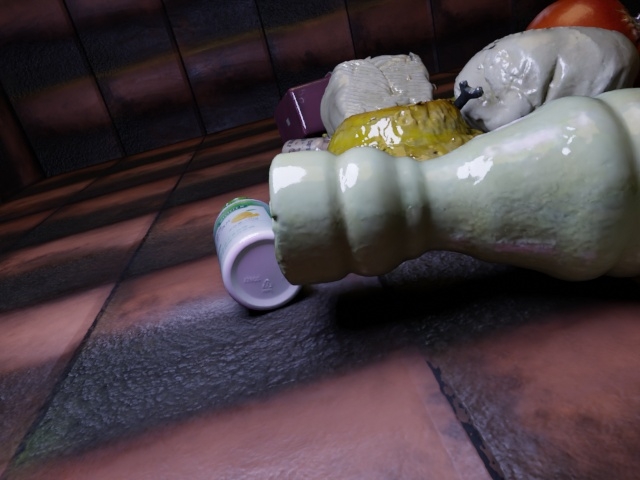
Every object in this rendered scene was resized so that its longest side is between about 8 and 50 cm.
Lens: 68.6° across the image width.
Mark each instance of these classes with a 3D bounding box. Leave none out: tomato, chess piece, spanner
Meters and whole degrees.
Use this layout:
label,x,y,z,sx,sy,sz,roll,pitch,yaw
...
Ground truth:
label,x,y,z,sx,sy,sz,roll,pitch,yaw
tomato,0.664,-0.467,1.227,0.321,0.321,0.321,-12,23,5
chess piece,0.165,-0.049,0.592,0.442,0.234,0.234,-5,24,8
spanner,0.296,-0.289,1.028,0.015,0.054,0.254,-56,-2,-4

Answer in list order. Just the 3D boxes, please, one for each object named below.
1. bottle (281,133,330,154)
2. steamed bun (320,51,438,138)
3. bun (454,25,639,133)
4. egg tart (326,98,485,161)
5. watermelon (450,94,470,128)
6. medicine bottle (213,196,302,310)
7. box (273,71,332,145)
label,x,y,z,sx,sy,sz,roll,pitch,yaw
bottle,-0.014,-0.271,1.426,0.209,0.110,0.097,4,33,38
steamed bun,0.176,-0.352,1.353,0.346,0.237,0.394,35,58,13
bun,0.475,-0.296,1.008,0.359,0.211,0.360,6,-2,0
egg tart,0.162,-0.196,1.002,0.443,0.178,0.443,-11,11,2
watermelon,0.473,-0.394,1.452,0.129,0.123,0.301,-43,27,-11
medicine bottle,-0.117,0.006,0.820,0.133,0.133,0.274,-19,22,-10
box,-0.036,-0.411,1.562,0.167,0.193,0.294,-18,1,-19
